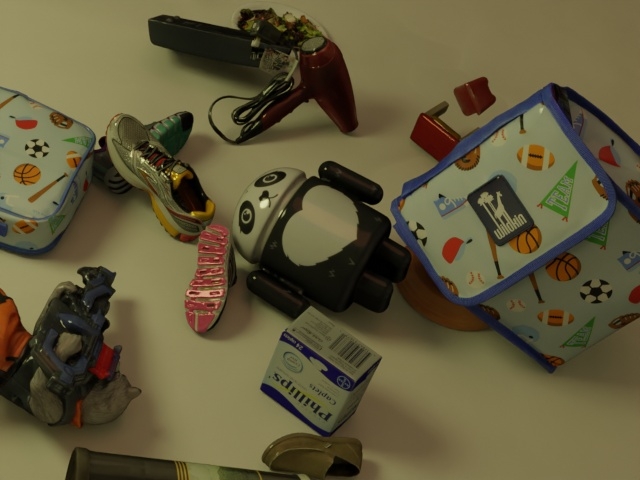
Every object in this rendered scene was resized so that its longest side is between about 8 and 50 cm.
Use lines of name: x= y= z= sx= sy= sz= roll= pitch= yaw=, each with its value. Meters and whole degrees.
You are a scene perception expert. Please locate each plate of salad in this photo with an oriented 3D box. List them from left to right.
plate of salad: x=-0.075 y=-0.416 z=2.346 sx=0.200 sy=0.048 sz=0.200 roll=12 pitch=43 yaw=-11

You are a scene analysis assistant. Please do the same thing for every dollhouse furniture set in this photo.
dollhouse furniture set: x=0.320 y=-0.137 z=2.102 sx=0.374 sy=0.201 sz=0.152 roll=41 pitch=45 yaw=19

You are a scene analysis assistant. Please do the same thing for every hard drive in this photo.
hard drive: x=-0.179 y=-0.361 z=2.183 sx=0.255 sy=0.054 sz=0.172 roll=12 pitch=14 yaw=-1

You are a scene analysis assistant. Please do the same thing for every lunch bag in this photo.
lunch bag: x=-0.503 y=-0.113 z=1.790 sx=0.303 sy=0.115 sz=0.243 roll=20 pitch=52 yaw=-1
lunch bag: x=0.343 y=-0.022 z=1.804 sx=0.385 sy=0.328 sz=0.239 roll=39 pitch=33 yaw=-24

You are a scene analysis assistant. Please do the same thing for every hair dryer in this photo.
hair dryer: x=-0.047 y=-0.261 z=2.120 sx=0.293 sy=0.223 sz=0.080 roll=15 pitch=22 yaw=-33

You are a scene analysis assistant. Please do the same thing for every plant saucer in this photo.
plant saucer: x=0.220 y=0.062 z=1.972 sx=0.200 sy=0.037 sz=0.200 roll=11 pitch=42 yaw=-11

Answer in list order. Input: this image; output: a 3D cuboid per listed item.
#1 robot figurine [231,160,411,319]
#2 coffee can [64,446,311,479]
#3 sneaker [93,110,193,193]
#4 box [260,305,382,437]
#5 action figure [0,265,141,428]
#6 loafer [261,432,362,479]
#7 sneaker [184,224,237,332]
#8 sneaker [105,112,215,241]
robot figurine: x=-0.001 y=0.001 z=1.839 sx=0.278 sy=0.173 sz=0.209 roll=30 pitch=32 yaw=8
coffee can: x=-0.160 y=0.353 z=1.378 sx=0.275 sy=0.201 sz=0.201 roll=9 pitch=43 yaw=-14
sneaker: x=-0.300 y=-0.166 z=1.964 sx=0.098 sy=0.083 sz=0.224 roll=29 pitch=42 yaw=15
box: x=-0.001 y=0.185 z=1.671 sx=0.126 sy=0.137 sz=0.072 roll=35 pitch=44 yaw=15
action figure: x=-0.388 y=0.133 z=1.588 sx=0.330 sy=0.178 sz=0.341 roll=30 pitch=18 yaw=-3
loafer: x=-0.006 y=0.293 z=1.616 sx=0.148 sy=0.056 sz=0.050 roll=0 pitch=39 yaw=-22
sneaker: x=-0.158 y=0.065 z=1.791 sx=0.063 sy=0.075 sz=0.170 roll=-1 pitch=62 yaw=13
sneaker: x=-0.240 y=-0.109 z=1.855 sx=0.225 sy=0.093 sz=0.088 roll=50 pitch=52 yaw=-6
